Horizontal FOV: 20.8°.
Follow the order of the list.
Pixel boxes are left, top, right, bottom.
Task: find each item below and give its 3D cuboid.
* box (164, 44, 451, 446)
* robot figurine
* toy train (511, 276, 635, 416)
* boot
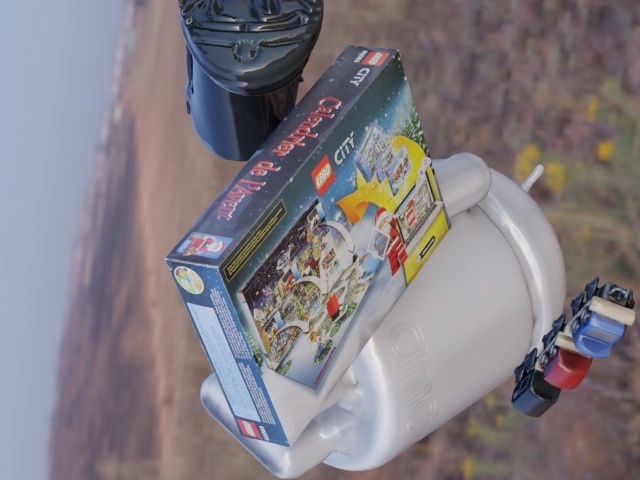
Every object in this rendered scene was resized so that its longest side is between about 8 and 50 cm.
[{"bbox_3d":[0.000,0.000,1.171,0.233,0.044,0.159,-51,-44,-36],"label":"box"},{"bbox_3d":[0.066,0.058,1.458,0.200,0.353,0.300,43,143,24],"label":"robot figurine"},{"bbox_3d":[0.131,0.061,0.927,0.158,0.027,0.036,115,177,-64],"label":"toy train"},{"bbox_3d":[-0.049,-0.128,1.217,0.207,0.094,0.246,87,173,-46],"label":"boot"}]
